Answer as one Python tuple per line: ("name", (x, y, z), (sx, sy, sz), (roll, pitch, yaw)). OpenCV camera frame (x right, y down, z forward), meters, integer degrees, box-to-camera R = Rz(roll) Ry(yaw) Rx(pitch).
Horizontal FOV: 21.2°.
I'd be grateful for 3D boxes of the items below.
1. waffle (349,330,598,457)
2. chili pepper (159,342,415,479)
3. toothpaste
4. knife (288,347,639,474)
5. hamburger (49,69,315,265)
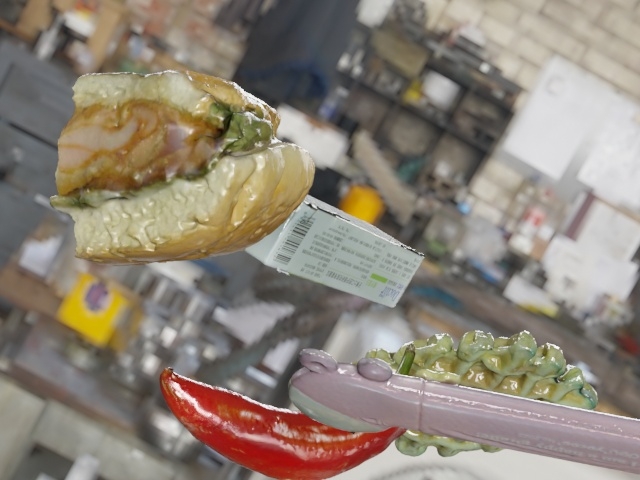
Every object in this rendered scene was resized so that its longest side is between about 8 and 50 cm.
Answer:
("waffle", (0.189, 0.198, 2.149), (0.292, 0.309, 0.056), (47, 37, -50))
("chili pepper", (-0.009, 0.187, 1.816), (0.092, 0.137, 0.368), (-9, -5, 43))
("toothpaste", (0.000, 0.000, 1.520), (0.081, 0.067, 0.336), (32, 3, 22))
("knife", (0.168, 0.142, 1.325), (0.398, 0.038, 0.132), (11, -27, 9))
("hamburger", (-0.074, -0.036, 1.218), (0.155, 0.135, 0.207), (6, -7, 28))
